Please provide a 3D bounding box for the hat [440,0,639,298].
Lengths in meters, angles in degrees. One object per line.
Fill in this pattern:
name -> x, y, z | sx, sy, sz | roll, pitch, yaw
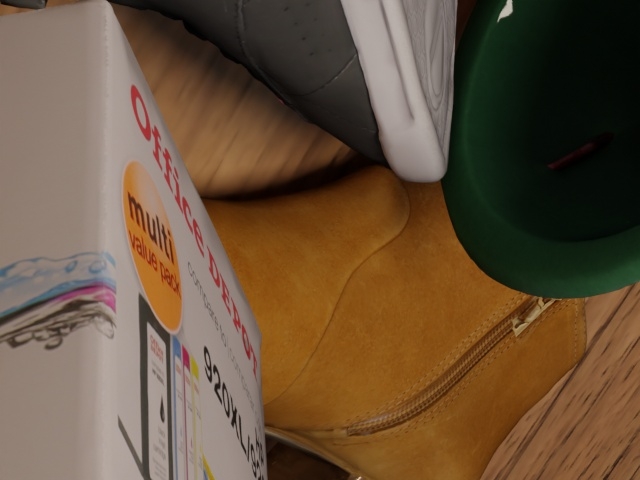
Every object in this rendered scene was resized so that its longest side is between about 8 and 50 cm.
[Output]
hat -> 0.171, -0.047, 0.634 | 0.183, 0.173, 0.208 | 26, 77, -38

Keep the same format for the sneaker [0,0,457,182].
sneaker -> -0.044, -0.099, 0.508 | 0.147, 0.104, 0.296 | -4, 157, 17

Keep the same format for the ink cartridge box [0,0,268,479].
ink cartridge box -> -0.106, 0.087, 0.410 | 0.168, 0.232, 0.171 | -11, 141, 7

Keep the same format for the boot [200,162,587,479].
boot -> 0.001, 0.001, 0.645 | 0.211, 0.104, 0.295 | -44, 130, -23
